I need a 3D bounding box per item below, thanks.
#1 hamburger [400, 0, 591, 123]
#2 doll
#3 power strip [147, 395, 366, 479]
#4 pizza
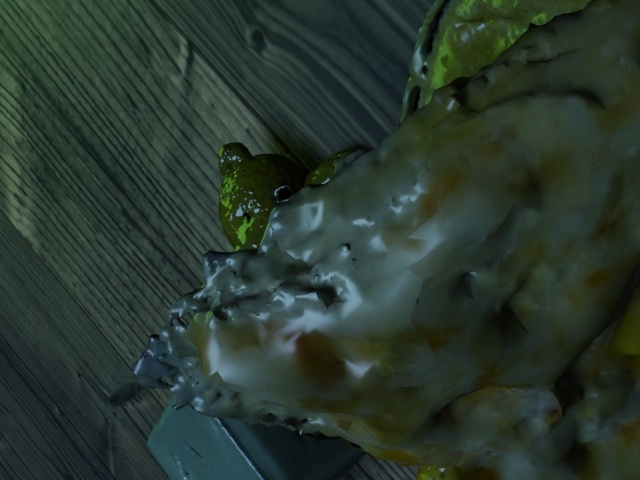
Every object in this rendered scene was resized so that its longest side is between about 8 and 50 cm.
[{"bbox_3d":[0.128,-0.050,0.689,0.211,0.133,0.308,52,145,43],"label":"hamburger"},{"bbox_3d":[0.000,0.000,0.956,0.210,0.097,0.137,16,122,39],"label":"doll"},{"bbox_3d":[-0.056,0.180,1.126,0.140,0.139,0.224,50,145,12],"label":"power strip"},{"bbox_3d":[0.192,0.006,0.563,0.392,0.435,0.080,-55,33,25],"label":"pizza"}]
